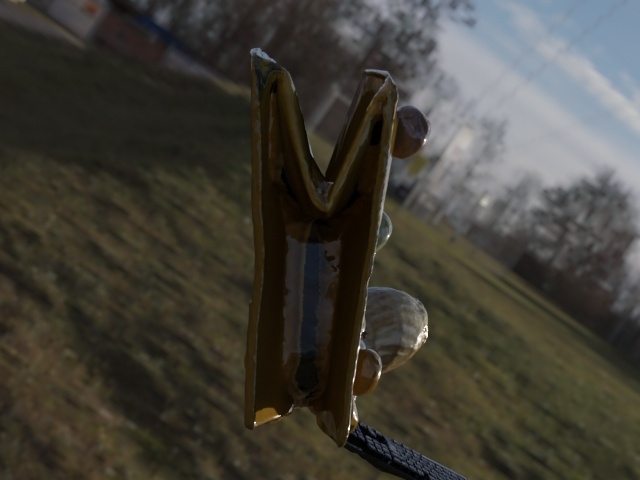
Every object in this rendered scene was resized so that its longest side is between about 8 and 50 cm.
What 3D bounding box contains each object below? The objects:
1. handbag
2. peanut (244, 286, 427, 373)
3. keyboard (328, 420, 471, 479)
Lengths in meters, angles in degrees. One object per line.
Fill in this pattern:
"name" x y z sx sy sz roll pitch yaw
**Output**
"handbag" 0.000 0.000 1.260 0.133 0.283 0.401 7 4 -1
"peanut" 0.019 0.098 1.532 0.206 0.087 0.087 -16 33 -31
"keyboard" 0.083 0.200 1.415 0.196 0.015 0.074 30 16 -18
